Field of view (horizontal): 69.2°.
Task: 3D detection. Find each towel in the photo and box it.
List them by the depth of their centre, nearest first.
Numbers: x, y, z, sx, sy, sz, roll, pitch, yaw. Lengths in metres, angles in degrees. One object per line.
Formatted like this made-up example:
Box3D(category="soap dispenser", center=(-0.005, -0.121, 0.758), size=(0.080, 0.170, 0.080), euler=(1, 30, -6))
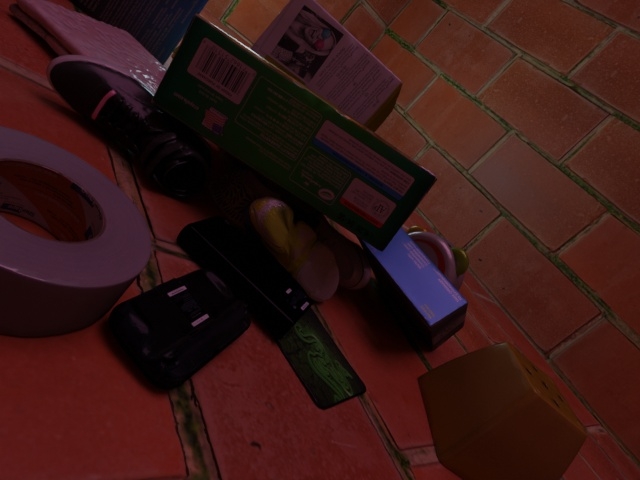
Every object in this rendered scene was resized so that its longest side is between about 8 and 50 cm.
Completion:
Box3D(category="towel", center=(-0.404, -0.352, 0.969), size=(0.317, 0.053, 0.332), euler=(43, 17, 2))
Box3D(category="towel", center=(-0.123, -0.155, 1.139), size=(0.282, 0.049, 0.187), euler=(36, 20, -27))

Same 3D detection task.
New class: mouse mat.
Box3D(category="mouse mat", center=(-0.013, 0.168, 0.724), size=(0.189, 0.007, 0.153), euler=(53, 20, 24))

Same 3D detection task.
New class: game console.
Box3D(category="game console", center=(-0.140, 0.067, 0.617), size=(0.213, 0.044, 0.361), euler=(43, 18, 5))

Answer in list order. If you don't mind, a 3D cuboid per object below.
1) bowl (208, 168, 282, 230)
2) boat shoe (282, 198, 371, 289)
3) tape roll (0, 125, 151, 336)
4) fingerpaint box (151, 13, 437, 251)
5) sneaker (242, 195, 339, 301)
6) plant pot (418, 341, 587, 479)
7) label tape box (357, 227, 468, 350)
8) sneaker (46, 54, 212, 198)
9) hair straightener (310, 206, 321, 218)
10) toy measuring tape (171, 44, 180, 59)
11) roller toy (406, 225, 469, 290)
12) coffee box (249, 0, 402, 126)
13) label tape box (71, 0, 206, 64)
Box3D(category="bowl", center=(-0.130, -0.090, 0.926), size=(0.170, 0.080, 0.170), euler=(38, 20, -16))
Box3D(category="boat shoe", center=(0.000, 0.000, 0.984), size=(0.088, 0.096, 0.267), euler=(13, 34, -51))
Box3D(category="tape roll", center=(-0.282, -0.015, 0.451), size=(0.219, 0.072, 0.219), euler=(39, 18, -16))
Box3D(category="fingerpaint box", center=(-0.034, -0.200, 0.896), size=(0.445, 0.163, 0.371), euler=(33, 14, -6))
Box3D(category="sneaker", center=(-0.057, 0.009, 0.844), size=(0.126, 0.091, 0.240), euler=(23, -30, 52))
Box3D(category="plant pot", center=(0.333, 0.315, 0.840), size=(0.212, 0.187, 0.212), euler=(39, 18, -14))
Box3D(category="label tape box", center=(0.204, 0.091, 1.016), size=(0.240, 0.106, 0.333), euler=(53, -2, 26))
Box3D(category="sneaker", center=(-0.285, -0.175, 0.740), size=(0.296, 0.104, 0.147), euler=(35, 14, -37))
Box3D(category="hair straightener", center=(-0.022, -0.095, 1.009), size=(0.089, 0.047, 0.230), euler=(29, 19, -8))
Box3D(category="toy measuring tape", center=(-0.330, -0.451, 1.184), size=(0.121, 0.121, 0.330), euler=(32, 5, -33))
Box3D(category="roller toy", center=(0.284, 0.075, 1.260), size=(0.209, 0.191, 0.146), euler=(34, 11, 30))
Box3D(category="coffee box", center=(-0.022, -0.367, 1.253), size=(0.334, 0.338, 0.337), euler=(43, 7, 0))
Box3D(category="label tape box", center=(-0.477, -0.651, 1.157), size=(0.348, 0.249, 0.115), euler=(36, 20, -23))
